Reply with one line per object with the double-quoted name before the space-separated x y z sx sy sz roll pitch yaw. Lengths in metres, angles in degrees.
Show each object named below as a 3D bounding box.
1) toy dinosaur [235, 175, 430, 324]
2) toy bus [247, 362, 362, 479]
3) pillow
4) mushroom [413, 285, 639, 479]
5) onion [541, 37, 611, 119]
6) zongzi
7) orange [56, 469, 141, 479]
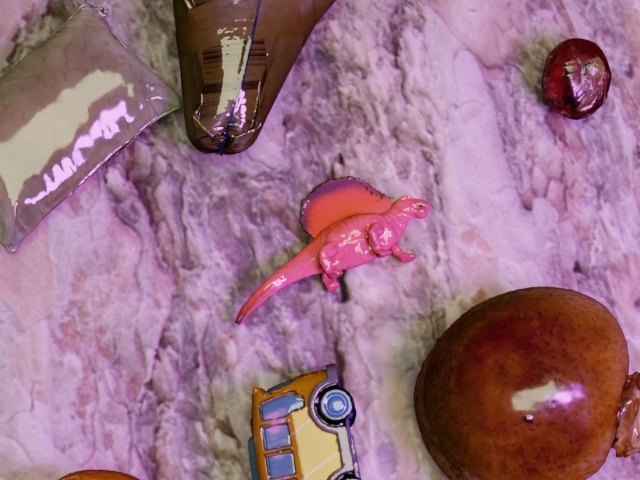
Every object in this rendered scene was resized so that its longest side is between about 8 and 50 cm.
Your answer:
"toy dinosaur" 0.000 -0.008 1.712 0.286 0.070 0.139 -22 70 -8
"toy bus" -0.015 0.258 1.610 0.136 0.126 0.210 -9 78 0
"pillow" -0.334 -0.148 1.695 0.302 0.075 0.185 -43 87 -13
"mushroom" 0.263 0.183 1.621 0.283 0.195 0.263 5 70 -5
"onion" 0.334 -0.212 1.778 0.107 0.097 0.107 -7 100 -46
"zongzi" -0.040 -0.244 1.731 0.289 0.123 0.260 -6 82 -12
"orange" -0.252 0.351 1.527 0.161 0.193 0.193 -8 77 10
